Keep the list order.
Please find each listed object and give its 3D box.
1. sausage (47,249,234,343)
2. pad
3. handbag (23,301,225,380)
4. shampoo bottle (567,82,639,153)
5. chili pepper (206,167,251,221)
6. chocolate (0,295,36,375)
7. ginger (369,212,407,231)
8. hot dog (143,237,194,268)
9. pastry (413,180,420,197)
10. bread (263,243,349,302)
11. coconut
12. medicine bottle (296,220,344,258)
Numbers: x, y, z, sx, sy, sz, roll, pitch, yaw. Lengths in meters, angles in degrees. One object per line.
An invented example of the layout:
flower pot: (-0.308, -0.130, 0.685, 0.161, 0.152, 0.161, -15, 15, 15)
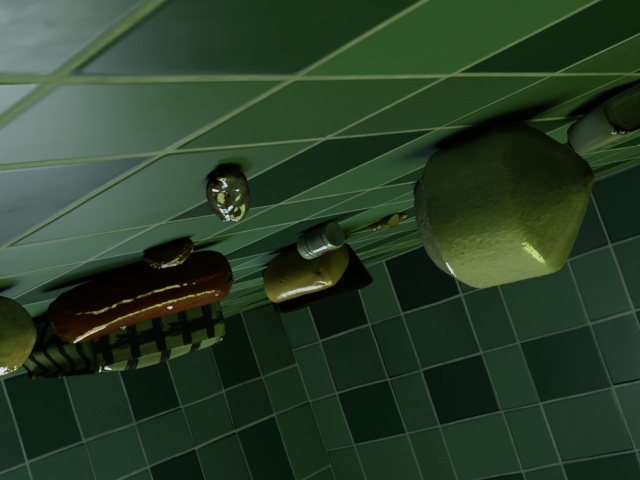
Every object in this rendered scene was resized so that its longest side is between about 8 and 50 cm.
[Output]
sausage: (-0.307, 0.089, 1.676, 0.330, 0.102, 0.102, -17, 175, -24)
pad: (-0.054, 0.074, 2.385, 0.315, 0.063, 0.375, -20, -163, -5)
handbag: (-0.424, 0.193, 2.023, 0.327, 0.162, 0.325, -16, 176, 44)
shampoo bottle: (0.483, -0.197, 1.617, 0.153, 0.071, 0.284, -27, 179, -10)
chili pepper: (-0.109, -0.057, 1.145, 0.050, 0.041, 0.153, -38, 162, -12)
chocolate: (-0.530, 0.150, 1.366, 0.134, 0.134, 0.309, -21, 178, 24)
ginger: (0.165, -0.042, 2.310, 0.097, 0.030, 0.048, -20, 176, -1)
hot dog: (-0.242, 0.024, 1.549, 0.083, 0.035, 0.058, -18, 178, -2)
pastry: (0.228, -0.097, 1.842, 0.097, 0.057, 0.109, -26, 175, 18)
bread: (-0.040, 0.060, 2.230, 0.217, 0.098, 0.147, -20, -157, 28)
coconut: (0.288, -0.057, 1.469, 0.266, 0.237, 0.237, -20, 175, 38)
medicine bottle: (0.000, 0.000, 2.016, 0.058, 0.058, 0.091, -13, 173, -46)
